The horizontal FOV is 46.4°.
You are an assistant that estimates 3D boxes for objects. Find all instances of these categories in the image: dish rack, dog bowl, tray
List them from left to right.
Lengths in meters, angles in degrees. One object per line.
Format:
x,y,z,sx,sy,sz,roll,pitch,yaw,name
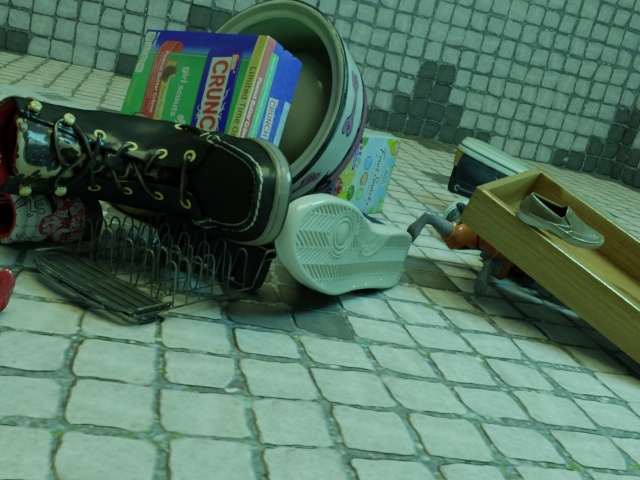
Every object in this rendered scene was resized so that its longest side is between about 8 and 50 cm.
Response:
-0.209,0.021,0.948,0.208,0.074,0.271,22,18,30,dish rack
-0.088,-0.252,1.466,0.408,0.408,0.150,25,2,35,dog bowl
0.429,0.047,1.135,0.203,0.076,0.411,-18,52,-45,tray

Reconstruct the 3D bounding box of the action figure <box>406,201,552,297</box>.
0.373,0.009,1.313,0.330,0.178,0.341,-9,23,-33,action figure

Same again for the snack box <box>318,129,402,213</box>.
0.073,-0.145,1.579,0.070,0.174,0.207,25,20,32,snack box

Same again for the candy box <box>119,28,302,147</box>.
-0.219,-0.239,1.382,0.317,0.268,0.122,14,-5,33,candy box

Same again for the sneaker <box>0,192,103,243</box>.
-0.438,-0.070,1.038,0.270,0.090,0.145,27,18,33,sneaker

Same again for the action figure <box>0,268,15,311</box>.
-0.318,0.055,0.631,0.091,0.139,0.280,7,19,-17,action figure

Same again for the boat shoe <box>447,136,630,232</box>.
0.517,-0.069,1.754,0.500,0.156,0.187,33,17,22,boat shoe

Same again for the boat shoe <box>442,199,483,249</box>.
0.423,-0.009,1.559,0.335,0.121,0.119,3,23,2,boat shoe

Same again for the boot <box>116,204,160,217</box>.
-0.225,-0.065,1.274,0.248,0.090,0.207,21,4,35,boot

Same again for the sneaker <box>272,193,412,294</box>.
0.000,0.000,1.070,0.148,0.131,0.350,20,0,28,sneaker

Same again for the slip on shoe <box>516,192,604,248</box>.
0.357,-0.030,1.094,0.135,0.041,0.051,25,34,2,slip on shoe

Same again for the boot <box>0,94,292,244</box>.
-0.231,-0.091,0.919,0.284,0.138,0.377,5,15,-35,boot

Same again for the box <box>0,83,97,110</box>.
-0.548,-0.215,1.398,0.181,0.119,0.182,26,20,37,box
